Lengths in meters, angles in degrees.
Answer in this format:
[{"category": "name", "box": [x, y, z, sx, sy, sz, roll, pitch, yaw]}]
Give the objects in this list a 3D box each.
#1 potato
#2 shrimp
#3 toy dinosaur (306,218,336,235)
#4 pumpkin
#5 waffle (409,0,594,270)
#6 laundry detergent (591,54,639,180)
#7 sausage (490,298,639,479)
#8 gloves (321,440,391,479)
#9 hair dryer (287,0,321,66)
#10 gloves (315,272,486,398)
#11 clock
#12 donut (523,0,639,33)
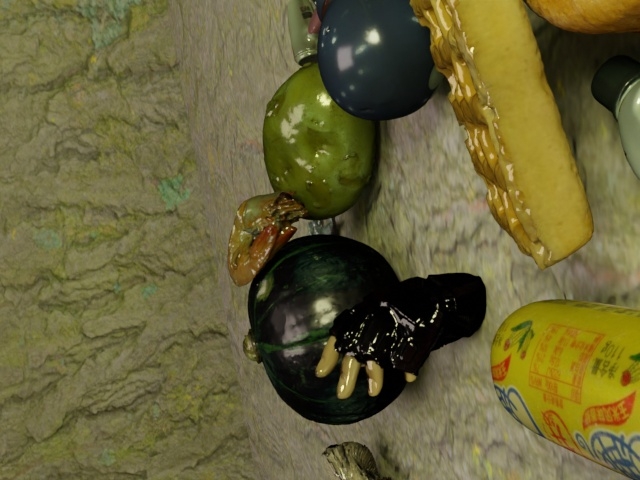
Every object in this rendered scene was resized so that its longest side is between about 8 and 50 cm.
[{"category": "potato", "box": [0.001, -0.142, 1.072, 0.186, 0.148, 0.253, 41, 144, 16]}, {"category": "shrimp", "box": [-0.084, -0.010, 1.073, 0.267, 0.061, 0.146, -22, 51, 57]}, {"category": "toy dinosaur", "box": [-0.002, 0.001, 1.352, 0.209, 0.039, 0.082, 147, 108, -72]}, {"category": "pumpkin", "box": [-0.002, 0.135, 1.124, 0.315, 0.238, 0.316, 163, 90, -75]}, {"category": "waffle", "box": [0.141, -0.116, 0.596, 0.221, 0.055, 0.248, -70, -42, -79]}, {"category": "laundry detergent", "box": [0.254, -0.055, 0.463, 0.226, 0.070, 0.099, -119, 15, -45]}, {"category": "sausage", "box": [0.236, 0.112, 0.545, 0.347, 0.123, 0.123, -179, 77, -71]}, {"category": "gloves", "box": [0.099, 0.502, 1.235, 0.312, 0.135, 0.211, -133, 40, -53]}, {"category": "hair dryer", "box": [-0.003, -0.346, 1.120, 0.154, 0.053, 0.106, -29, 70, 62]}, {"category": "gloves", "box": [0.087, 0.114, 0.882, 0.164, 0.203, 0.124, 120, 132, -67]}, {"category": "clock", "box": [0.056, -0.249, 0.823, 0.199, 0.146, 0.244, 57, -165, -67]}, {"category": "donut", "box": [0.193, -0.240, 0.451, 0.226, 0.113, 0.227, 166, 90, -71]}]
